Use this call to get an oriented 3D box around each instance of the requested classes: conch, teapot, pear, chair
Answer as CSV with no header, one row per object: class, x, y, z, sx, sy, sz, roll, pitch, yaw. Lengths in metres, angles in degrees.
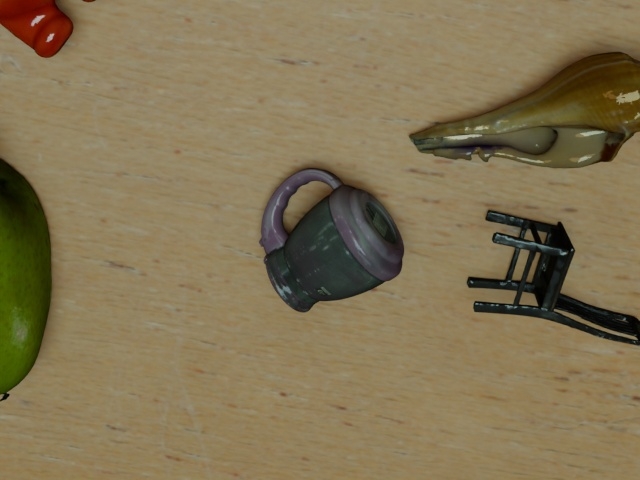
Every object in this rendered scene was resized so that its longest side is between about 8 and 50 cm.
conch,0.258,-0.139,1.297,0.330,0.093,0.109,-8,128,24
teapot,0.000,0.006,1.328,0.146,0.116,0.148,-33,110,21
pear,-0.419,0.015,1.301,0.286,0.176,0.282,22,106,-8
chair,0.281,0.043,1.355,0.212,0.084,0.101,11,113,-4

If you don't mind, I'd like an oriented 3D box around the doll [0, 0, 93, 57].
doll,-0.374,-0.332,1.213,0.336,0.105,0.200,38,105,-13
